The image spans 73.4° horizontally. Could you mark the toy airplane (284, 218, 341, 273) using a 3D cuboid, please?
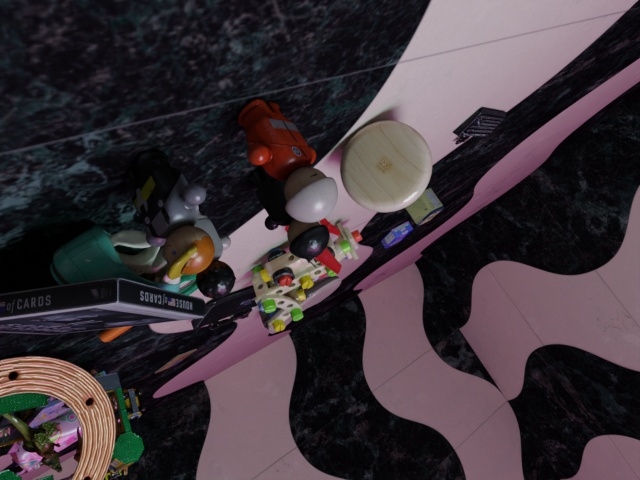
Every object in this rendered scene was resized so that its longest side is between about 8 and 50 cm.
[{"bbox_3d":[0.000,0.000,0.899,0.151,0.151,0.028,-16,161,-50],"label":"toy airplane"}]

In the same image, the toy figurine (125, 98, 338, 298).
[{"bbox_3d":[-0.092,-0.030,0.505,0.209,0.148,0.213,-29,167,-14],"label":"toy figurine"}]

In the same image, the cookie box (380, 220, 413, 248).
[{"bbox_3d":[0.298,-0.021,1.676,0.091,0.040,0.107,-25,166,-26],"label":"cookie box"}]

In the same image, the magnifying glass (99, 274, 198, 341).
[{"bbox_3d":[-0.324,0.125,0.828,0.231,0.026,0.092,-35,167,3],"label":"magnifying glass"}]

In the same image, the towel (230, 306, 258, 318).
[{"bbox_3d":[-0.223,0.223,1.415,0.152,0.023,0.113,-29,166,-13],"label":"towel"}]

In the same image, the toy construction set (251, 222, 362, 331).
[{"bbox_3d":[-0.029,0.076,1.037,0.327,0.151,0.215,-39,143,-4],"label":"toy construction set"}]

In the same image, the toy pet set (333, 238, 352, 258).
[{"bbox_3d":[0.048,0.032,1.240,0.122,0.065,0.114,-36,166,20],"label":"toy pet set"}]

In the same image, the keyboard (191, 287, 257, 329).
[{"bbox_3d":[-0.235,0.187,1.238,0.317,0.033,0.201,-13,150,-53],"label":"keyboard"}]

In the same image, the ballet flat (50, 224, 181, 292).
[{"bbox_3d":[-0.232,0.034,0.569,0.087,0.083,0.247,-37,167,1],"label":"ballet flat"}]

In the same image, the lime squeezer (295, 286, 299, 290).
[{"bbox_3d":[-0.056,0.101,1.257,0.110,0.059,0.310,-27,160,-36],"label":"lime squeezer"}]

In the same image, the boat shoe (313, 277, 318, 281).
[{"bbox_3d":[-0.010,0.085,1.359,0.040,0.049,0.142,13,136,-45],"label":"boat shoe"}]

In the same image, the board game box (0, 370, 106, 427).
[{"bbox_3d":[-0.653,0.403,1.053,0.211,0.039,0.160,-14,159,-51],"label":"board game box"}]

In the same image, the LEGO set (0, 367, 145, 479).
[{"bbox_3d":[-0.548,0.409,0.867,0.192,0.255,0.331,-40,162,31],"label":"LEGO set"}]

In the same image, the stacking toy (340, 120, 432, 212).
[{"bbox_3d":[0.140,-0.112,0.799,0.141,0.141,0.330,-35,170,13],"label":"stacking toy"}]

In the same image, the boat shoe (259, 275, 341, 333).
[{"bbox_3d":[-0.079,0.214,1.612,0.335,0.095,0.112,-34,154,-10],"label":"boat shoe"}]

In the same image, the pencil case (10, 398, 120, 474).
[{"bbox_3d":[-0.691,0.510,1.182,0.284,0.124,0.124,-23,164,-37],"label":"pencil case"}]

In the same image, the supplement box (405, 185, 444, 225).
[{"bbox_3d":[0.315,-0.104,1.312,0.056,0.083,0.083,-23,164,-33],"label":"supplement box"}]

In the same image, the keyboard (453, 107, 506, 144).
[{"bbox_3d":[0.365,-0.259,0.998,0.180,0.023,0.108,-15,159,-50],"label":"keyboard"}]

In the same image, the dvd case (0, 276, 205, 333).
[{"bbox_3d":[-0.284,0.083,0.499,0.238,0.030,0.179,-9,164,10],"label":"dvd case"}]

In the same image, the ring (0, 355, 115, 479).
[{"bbox_3d":[-0.502,0.355,0.688,0.032,0.337,0.336,-3,-171,40],"label":"ring"}]

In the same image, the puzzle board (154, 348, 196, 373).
[{"bbox_3d":[-0.512,0.424,1.517,0.128,0.011,0.096,-36,168,21],"label":"puzzle board"}]
